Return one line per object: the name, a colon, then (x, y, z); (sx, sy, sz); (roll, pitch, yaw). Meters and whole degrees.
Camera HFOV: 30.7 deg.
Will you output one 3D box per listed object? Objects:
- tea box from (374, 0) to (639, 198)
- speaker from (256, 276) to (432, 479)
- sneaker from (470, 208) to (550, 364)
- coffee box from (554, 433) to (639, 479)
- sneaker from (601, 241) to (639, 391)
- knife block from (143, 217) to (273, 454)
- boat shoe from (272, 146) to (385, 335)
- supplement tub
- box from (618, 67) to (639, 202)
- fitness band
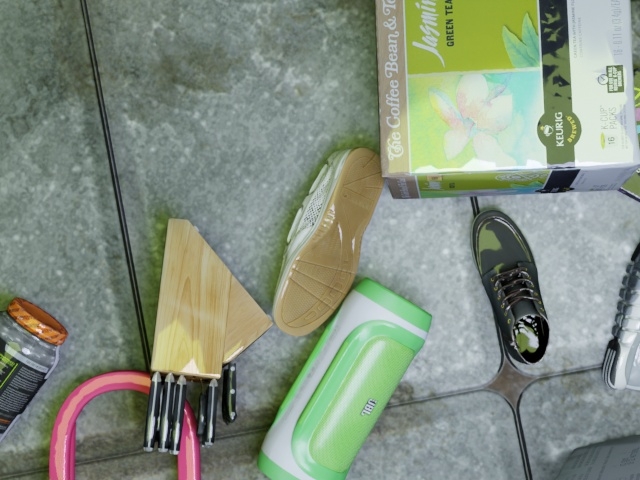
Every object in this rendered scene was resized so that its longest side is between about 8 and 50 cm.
tea box: (0.237, -0.233, 1.535); (0.323, 0.220, 0.329); (-3, 84, 7)
speaker: (0.033, 0.203, 1.588); (0.131, 0.131, 0.297); (30, 90, 4)
sneaker: (0.267, 0.060, 1.583); (0.083, 0.118, 0.222); (-19, 87, 3)
coffee box: (0.490, 0.412, 1.405); (0.338, 0.337, 0.335); (-16, 87, 20)
sneaker: (0.477, 0.105, 1.594); (0.132, 0.086, 0.229); (14, 99, -1)
knife block: (-0.199, 0.143, 1.592); (0.242, 0.088, 0.276); (-38, 87, -17)
boat shoe: (0.000, 0.000, 1.619); (0.098, 0.096, 0.277); (31, 80, -31)
supplement tub: (-0.443, 0.181, 1.622); (0.117, 0.117, 0.190); (37, 90, 4)
box: (0.449, -0.143, 1.625); (0.116, 0.029, 0.162); (29, 91, 5)
fitness band: (-0.273, 0.328, 1.642); (0.208, 0.054, 0.291); (-1, 89, 1)
